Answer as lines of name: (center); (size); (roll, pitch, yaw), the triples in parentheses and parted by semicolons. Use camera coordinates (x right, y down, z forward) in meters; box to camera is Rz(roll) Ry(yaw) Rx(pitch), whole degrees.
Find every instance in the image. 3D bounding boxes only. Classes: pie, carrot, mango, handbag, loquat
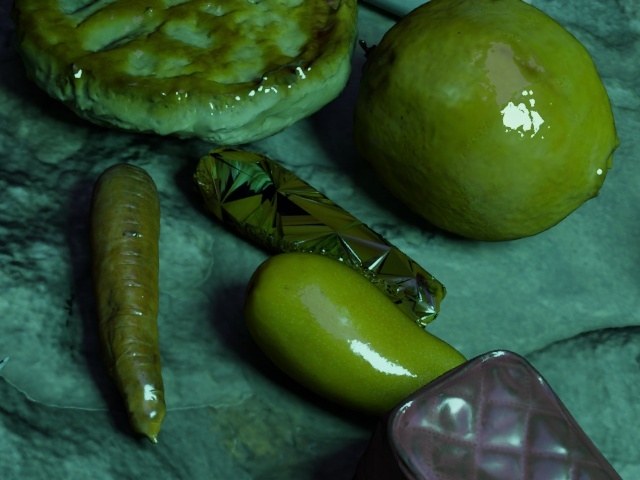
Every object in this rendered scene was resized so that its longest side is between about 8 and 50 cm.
pie: (-0.113, -0.183, 1.401); (0.315, 0.092, 0.315); (4, 41, -3)
carrot: (-0.142, 0.042, 1.231); (0.059, 0.059, 0.248); (2, 52, -15)
mango: (0.025, 0.077, 1.230); (0.184, 0.085, 0.102); (33, 46, -1)
carrot: (0.000, 0.000, 1.306); (0.228, 0.069, 0.069); (34, 49, 13)
handbag: (0.126, 0.199, 1.119); (0.146, 0.135, 0.225); (-24, 64, -33)
loquat: (0.128, -0.101, 1.343); (0.234, 0.176, 0.187); (32, 83, 10)

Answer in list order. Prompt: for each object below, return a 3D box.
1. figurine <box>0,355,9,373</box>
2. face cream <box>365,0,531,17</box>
figurine: (-0.269, 0.072, 1.144); (0.094, 0.082, 0.086); (-16, 77, -28)
face cream: (0.067, -0.259, 1.540); (0.269, 0.073, 0.107); (23, 52, 4)
